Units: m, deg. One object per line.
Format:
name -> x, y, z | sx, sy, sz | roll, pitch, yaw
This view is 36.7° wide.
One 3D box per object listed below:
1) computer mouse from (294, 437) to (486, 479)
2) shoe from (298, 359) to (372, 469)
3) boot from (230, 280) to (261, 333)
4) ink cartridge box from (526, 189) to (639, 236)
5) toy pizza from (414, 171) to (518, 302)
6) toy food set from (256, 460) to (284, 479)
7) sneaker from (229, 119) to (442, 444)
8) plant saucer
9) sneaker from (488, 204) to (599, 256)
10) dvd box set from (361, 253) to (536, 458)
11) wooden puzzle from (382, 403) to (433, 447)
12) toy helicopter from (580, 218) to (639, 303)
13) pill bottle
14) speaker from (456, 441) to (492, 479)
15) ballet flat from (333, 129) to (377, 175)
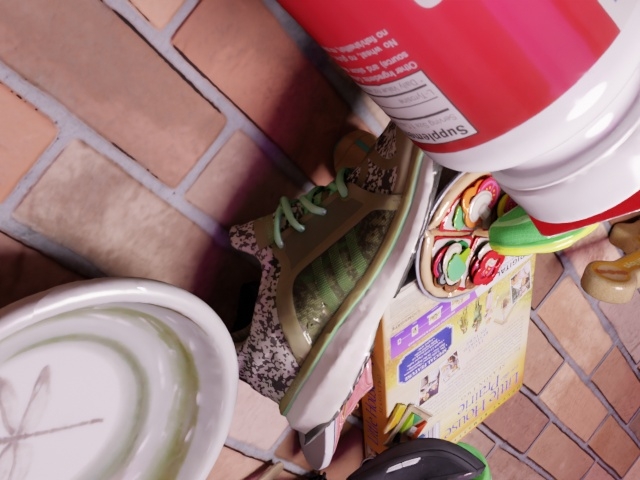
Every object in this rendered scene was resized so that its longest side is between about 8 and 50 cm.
computer mouse -> 0.080, 0.303, 1.272 | 0.184, 0.262, 0.060 | 14, 65, -73
shoe -> 0.023, 0.219, 1.263 | 0.081, 0.063, 0.178 | -17, 126, -32
boot -> -0.049, 0.089, 1.097 | 0.099, 0.045, 0.121 | -9, 119, -40
ink cartridge box -> 0.317, -0.174, 1.007 | 0.310, 0.271, 0.130 | -19, 137, -3
toy pizza -> 0.196, -0.009, 1.199 | 0.201, 0.032, 0.201 | -25, 131, -33
toy food set -> -0.093, 0.383, 1.300 | 0.132, 0.039, 0.192 | -34, 134, -36
sneaker -> 0.000, 0.000, 0.966 | 0.158, 0.182, 0.410 | -61, 174, -78
plant saucer -> -0.262, 0.189, 0.898 | 0.400, 0.100, 0.400 | -28, 137, -30
sneaker -> 0.316, -0.086, 1.165 | 0.295, 0.109, 0.123 | -35, 102, -2
dvd box set -> 0.185, 0.144, 1.384 | 0.308, 0.062, 0.420 | -33, 139, -26
wooden puzzle -> 0.123, 0.266, 1.348 | 0.078, 0.014, 0.116 | -57, 143, 5
toy helicopter -> 0.558, 0.044, 1.564 | 0.355, 0.235, 0.140 | -17, 131, -39
pill bottle -> 0.109, -0.203, 0.754 | 0.408, 0.229, 0.229 | 42, 85, -25
speaker -> 0.224, 0.472, 1.638 | 0.131, 0.131, 0.296 | -32, 139, -26
ballet flat -> 0.075, -0.033, 1.110 | 0.080, 0.073, 0.232 | -47, 143, -11
